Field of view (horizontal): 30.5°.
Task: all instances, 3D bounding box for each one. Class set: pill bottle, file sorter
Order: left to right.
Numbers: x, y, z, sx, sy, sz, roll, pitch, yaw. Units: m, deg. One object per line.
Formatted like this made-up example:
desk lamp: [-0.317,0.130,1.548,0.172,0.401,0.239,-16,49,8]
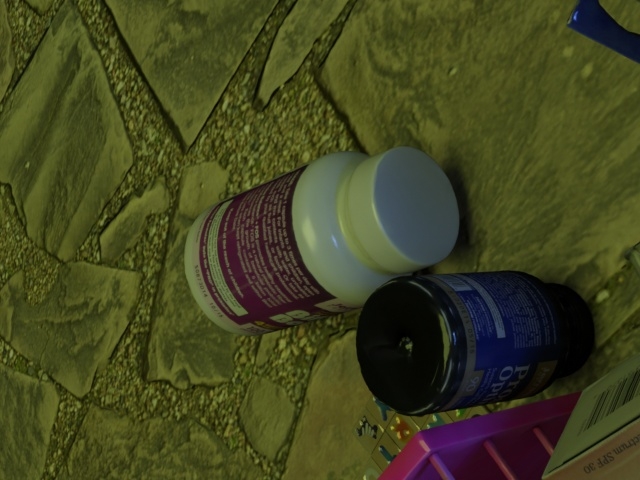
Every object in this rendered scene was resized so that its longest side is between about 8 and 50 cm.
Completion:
pill bottle: [0.000,0.000,1.274,0.301,0.169,0.169,-20,76,47]
pill bottle: [0.148,0.089,1.073,0.123,0.219,0.122,2,92,48]
file sorter: [0.175,0.270,1.000,0.182,0.291,0.202,55,128,28]

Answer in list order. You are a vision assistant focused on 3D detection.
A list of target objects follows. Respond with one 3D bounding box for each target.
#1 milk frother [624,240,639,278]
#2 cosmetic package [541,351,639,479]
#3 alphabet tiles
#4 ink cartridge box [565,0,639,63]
milk frother: [0.305,0.066,0.968,0.143,0.129,0.134,-37,68,35]
cosmetic package: [0.326,0.210,0.848,0.296,0.129,0.153,43,129,0]
alphabet tiles: [0.106,0.248,1.281,0.198,0.009,0.237,48,123,36]
ink cartridge box: [0.323,-0.304,0.821,0.395,0.270,0.151,-55,20,34]
